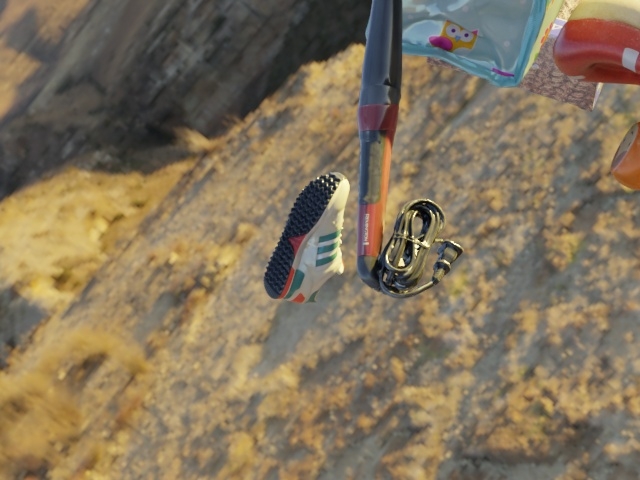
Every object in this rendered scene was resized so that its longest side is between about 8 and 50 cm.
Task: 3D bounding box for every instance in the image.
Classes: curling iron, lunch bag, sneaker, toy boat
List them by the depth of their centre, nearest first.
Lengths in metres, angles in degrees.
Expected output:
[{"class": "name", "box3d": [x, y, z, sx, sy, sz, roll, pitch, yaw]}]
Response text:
[{"class": "curling iron", "box3d": [0.053, -0.086, 0.750, 0.035, 0.068, 0.274, 124, 147, -63]}, {"class": "lunch bag", "box3d": [0.153, -0.288, 0.845, 0.223, 0.160, 0.262, -56, -17, -54]}, {"class": "toy boat", "box3d": [0.298, -0.114, 0.918, 0.151, 0.231, 0.151, 7, -65, -58]}, {"class": "sneaker", "box3d": [0.000, 0.000, 1.218, 0.057, 0.075, 0.161, 38, 105, 51]}]

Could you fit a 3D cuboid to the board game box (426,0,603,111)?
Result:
[{"class": "board game box", "box3d": [0.294, -0.351, 1.390, 0.141, 0.232, 0.291, 72, -140, -65]}]
